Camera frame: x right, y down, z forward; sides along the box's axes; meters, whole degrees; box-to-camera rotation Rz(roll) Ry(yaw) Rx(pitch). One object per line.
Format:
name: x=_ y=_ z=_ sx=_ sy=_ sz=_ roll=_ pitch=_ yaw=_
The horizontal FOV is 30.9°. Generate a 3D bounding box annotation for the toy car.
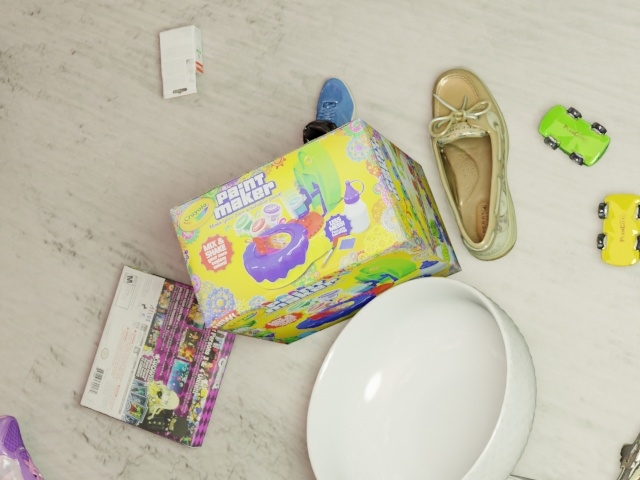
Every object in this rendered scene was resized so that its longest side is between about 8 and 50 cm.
toy car: x=0.398 y=-0.107 z=1.570 sx=0.225 sy=0.053 sz=0.239 roll=38 pitch=95 yaw=23

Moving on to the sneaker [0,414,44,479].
sneaker: x=-0.459 y=0.387 z=1.809 sx=0.104 sy=0.095 sz=0.236 roll=-13 pitch=81 yaw=12

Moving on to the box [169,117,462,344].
box: x=0.000 y=0.000 z=1.586 sx=0.290 sy=0.279 sz=0.177 roll=-25 pitch=72 yaw=17

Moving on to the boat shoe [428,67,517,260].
boat shoe: x=0.213 y=-0.116 z=1.624 sx=0.104 sy=0.089 sz=0.285 roll=-18 pitch=74 yaw=18

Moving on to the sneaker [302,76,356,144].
sneaker: x=0.012 y=-0.177 z=1.718 sx=0.058 sy=0.084 sz=0.152 roll=0 pitch=80 yaw=22

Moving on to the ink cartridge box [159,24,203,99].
ink cartridge box: x=-0.222 y=-0.283 z=1.861 sx=0.062 sy=0.029 sz=0.115 roll=-8 pitch=79 yaw=20

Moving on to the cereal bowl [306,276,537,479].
cereal bowl: x=0.148 y=0.224 z=1.532 sx=0.339 sy=0.141 sz=0.339 roll=-26 pitch=49 yaw=34

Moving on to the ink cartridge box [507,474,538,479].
ink cartridge box: x=0.329 y=0.425 z=1.412 sx=0.283 sy=0.117 sz=0.207 roll=11 pitch=84 yaw=48

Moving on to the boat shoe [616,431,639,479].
boat shoe: x=0.413 y=0.279 z=1.499 sx=0.049 sy=0.056 sz=0.152 roll=37 pitch=92 yaw=34

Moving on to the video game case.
video game case: x=-0.243 y=0.175 z=1.780 sx=0.210 sy=0.042 sz=0.232 roll=15 pitch=87 yaw=23
